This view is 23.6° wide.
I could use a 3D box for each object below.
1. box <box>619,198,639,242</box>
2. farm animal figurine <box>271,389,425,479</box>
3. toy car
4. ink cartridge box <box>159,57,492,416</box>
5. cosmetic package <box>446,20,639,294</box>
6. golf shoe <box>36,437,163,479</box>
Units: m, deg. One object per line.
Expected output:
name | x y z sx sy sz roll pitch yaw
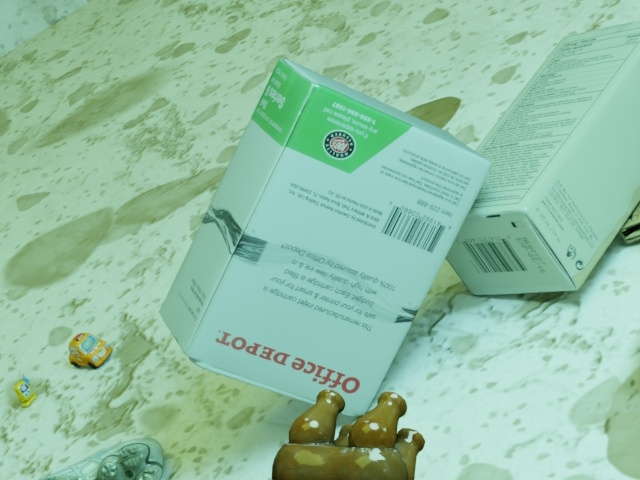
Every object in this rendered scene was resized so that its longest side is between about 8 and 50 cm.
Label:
box | 0.392 -0.089 1.573 0.164 0.021 0.201 -24 25 32
farm animal figurine | 0.050 0.275 0.991 0.327 0.330 0.172 20 48 16
toy car | -0.310 0.152 1.838 0.122 0.040 0.060 -40 30 -21
ink cartridge box | 0.000 0.000 1.496 0.289 0.211 0.121 -63 27 9
cosmetic package | 0.259 -0.089 1.596 0.160 0.113 0.309 -4 38 53
golf shoe | -0.240 0.256 1.598 0.176 0.069 0.086 -21 8 8
